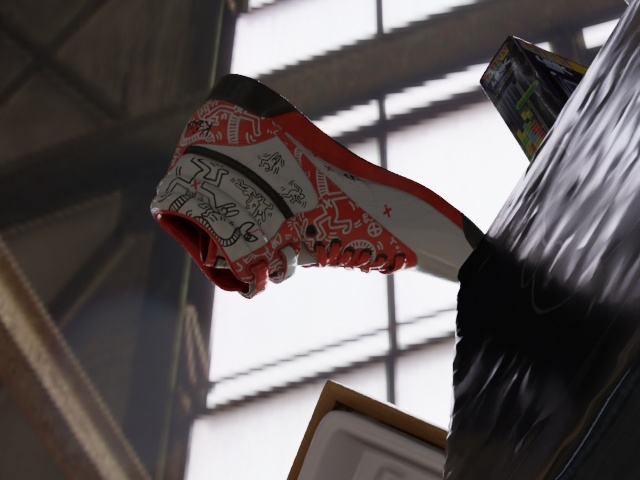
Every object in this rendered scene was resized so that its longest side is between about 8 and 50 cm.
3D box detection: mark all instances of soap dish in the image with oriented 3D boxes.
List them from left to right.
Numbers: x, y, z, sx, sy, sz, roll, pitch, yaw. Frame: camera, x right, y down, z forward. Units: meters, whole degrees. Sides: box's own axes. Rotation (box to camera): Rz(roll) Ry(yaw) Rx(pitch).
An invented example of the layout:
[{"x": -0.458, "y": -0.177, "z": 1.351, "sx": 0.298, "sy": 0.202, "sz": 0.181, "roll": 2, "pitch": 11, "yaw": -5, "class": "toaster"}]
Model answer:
[{"x": 0.103, "y": 0.283, "z": 1.657, "sx": 0.291, "sy": 0.118, "sz": 0.228, "roll": 23, "pitch": -75, "yaw": 10, "class": "soap dish"}]

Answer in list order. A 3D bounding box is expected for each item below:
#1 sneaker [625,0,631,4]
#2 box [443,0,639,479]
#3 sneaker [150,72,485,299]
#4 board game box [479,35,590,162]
[{"x": 0.276, "y": -0.221, "z": 1.452, "sx": 0.290, "sy": 0.106, "sz": 0.123, "roll": 11, "pitch": -68, "yaw": -21, "class": "sneaker"}, {"x": 0.279, "y": -0.062, "z": 0.565, "sx": 0.297, "sy": 0.472, "sz": 0.479, "roll": 31, "pitch": -78, "yaw": 1, "class": "box"}, {"x": -0.001, "y": 0.000, "z": 1.358, "sx": 0.270, "sy": 0.145, "sz": 0.090, "roll": 33, "pitch": -22, "yaw": -9, "class": "sneaker"}, {"x": 0.213, "y": -0.071, "z": 1.258, "sx": 0.170, "sy": 0.141, "sz": 0.048, "roll": 19, "pitch": -64, "yaw": -27, "class": "board game box"}]
